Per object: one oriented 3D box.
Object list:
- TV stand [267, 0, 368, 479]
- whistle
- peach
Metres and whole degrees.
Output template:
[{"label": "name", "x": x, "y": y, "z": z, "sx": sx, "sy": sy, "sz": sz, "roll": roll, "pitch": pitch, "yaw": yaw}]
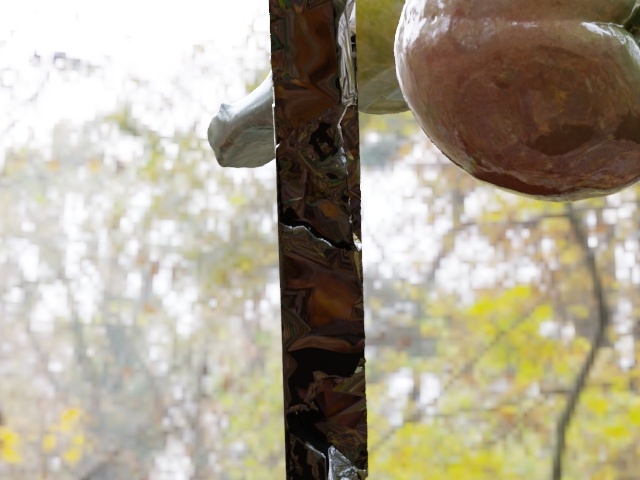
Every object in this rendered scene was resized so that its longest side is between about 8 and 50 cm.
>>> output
[{"label": "TV stand", "x": 0.000, "y": 0.000, "z": 0.746, "sx": 0.036, "sy": 0.249, "sz": 0.042, "roll": -1, "pitch": 15, "yaw": 4}, {"label": "whistle", "x": 0.009, "y": -0.113, "z": 0.989, "sx": 0.123, "sy": 0.123, "sz": 0.223, "roll": 16, "pitch": -37, "yaw": -34}, {"label": "peach", "x": 0.058, "y": -0.048, "z": 0.456, "sx": 0.083, "sy": 0.083, "sz": 0.083, "roll": 1, "pitch": -21, "yaw": 0}]
